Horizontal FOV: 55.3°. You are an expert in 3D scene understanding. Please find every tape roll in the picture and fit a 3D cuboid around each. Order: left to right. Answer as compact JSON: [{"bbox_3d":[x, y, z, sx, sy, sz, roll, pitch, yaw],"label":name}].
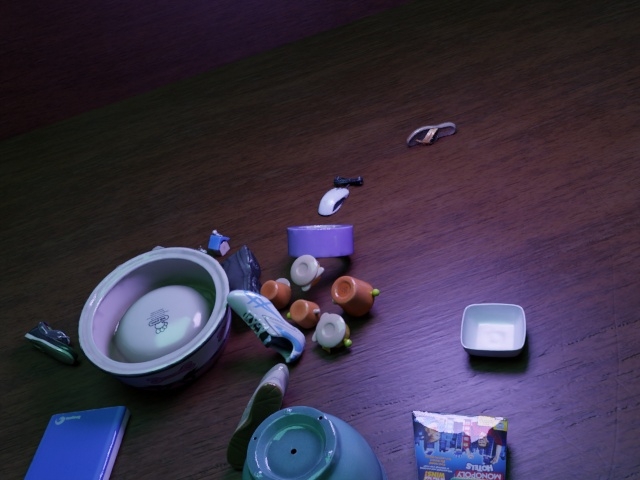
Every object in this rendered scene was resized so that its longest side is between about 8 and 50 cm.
[{"bbox_3d":[0.000,0.000,1.735,0.188,0.080,0.189,-2,4,0],"label":"tape roll"}]

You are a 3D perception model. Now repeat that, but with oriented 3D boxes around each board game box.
[{"bbox_3d":[0.260,0.433,1.181,0.194,0.060,0.194,-1,42,22],"label":"board game box"}]

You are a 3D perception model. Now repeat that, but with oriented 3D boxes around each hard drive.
[{"bbox_3d":[-0.587,0.541,1.419,0.210,0.040,0.319,-10,38,11],"label":"hard drive"}]

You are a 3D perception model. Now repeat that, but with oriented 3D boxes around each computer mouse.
[{"bbox_3d":[0.056,-0.154,2.010,0.106,0.042,0.193,11,46,31],"label":"computer mouse"}]

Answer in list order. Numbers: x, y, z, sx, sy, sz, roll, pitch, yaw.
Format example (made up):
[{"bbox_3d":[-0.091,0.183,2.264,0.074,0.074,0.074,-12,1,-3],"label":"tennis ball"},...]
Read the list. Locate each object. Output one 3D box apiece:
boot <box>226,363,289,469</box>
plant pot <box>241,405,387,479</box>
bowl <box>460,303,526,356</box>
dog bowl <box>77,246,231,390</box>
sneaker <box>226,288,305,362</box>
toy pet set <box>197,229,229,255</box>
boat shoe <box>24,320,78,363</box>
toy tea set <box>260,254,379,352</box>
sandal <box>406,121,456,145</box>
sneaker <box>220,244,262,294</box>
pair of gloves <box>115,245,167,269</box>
[{"bbox_3d":[-0.134,0.391,1.372,0.077,0.213,0.165,25,8,1],"label":"boot"},{"bbox_3d":[-0.031,0.447,1.175,0.292,0.196,0.293,-12,38,10],"label":"plant pot"},{"bbox_3d":[0.398,0.212,1.402,0.142,0.053,0.142,-3,40,21],"label":"bowl"},{"bbox_3d":[-0.419,0.216,1.625,0.407,0.150,0.408,-7,46,7],"label":"dog bowl"},{"bbox_3d":[-0.138,0.209,1.515,0.085,0.237,0.086,-49,3,34],"label":"sneaker"},{"bbox_3d":[-0.356,0.011,1.960,0.114,0.065,0.122,12,47,34],"label":"toy pet set"},{"bbox_3d":[-0.770,0.292,1.771,0.233,0.084,0.079,13,48,39],"label":"boat shoe"},{"bbox_3d":[-0.002,0.157,1.623,0.336,0.124,0.200,26,85,39],"label":"toy tea set"},{"bbox_3d":[0.387,-0.363,2.120,0.180,0.072,0.049,-13,59,0],"label":"sandal"},{"bbox_3d":[-0.231,0.133,1.744,0.130,0.109,0.286,-28,30,4],"label":"sneaker"},{"bbox_3d":[-0.574,0.079,1.932,0.204,0.042,0.240,-34,19,-17],"label":"pair of gloves"}]
